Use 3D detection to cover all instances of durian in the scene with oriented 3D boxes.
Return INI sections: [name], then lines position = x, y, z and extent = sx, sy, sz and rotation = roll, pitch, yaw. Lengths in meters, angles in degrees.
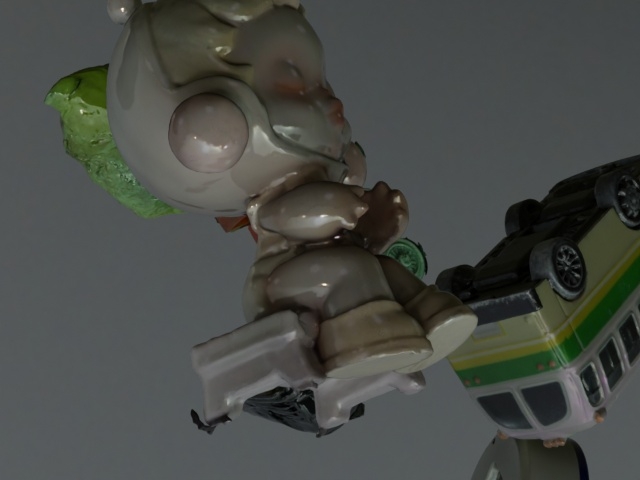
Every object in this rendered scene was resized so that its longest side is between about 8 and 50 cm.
[durian]
position = -0.207, -0.117, 1.664
extent = 0.101, 0.250, 0.139
rotation = 19, -117, 35

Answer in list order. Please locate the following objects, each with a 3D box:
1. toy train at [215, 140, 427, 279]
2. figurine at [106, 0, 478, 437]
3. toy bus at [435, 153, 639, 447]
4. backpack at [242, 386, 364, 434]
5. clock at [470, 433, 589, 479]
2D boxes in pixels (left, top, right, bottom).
[toy train]
position = 0.000, 0.000, 1.122
extent = 0.118, 0.074, 0.176
rotation = -25, -97, -34
[figurine]
position = -0.030, -0.032, 0.768
extent = 0.182, 0.144, 0.257
rotation = -5, -114, -42
[toy bus]
position = 0.249, 0.051, 1.428
extent = 0.143, 0.179, 0.305
rotation = -19, -165, 43
[backpack]
position = 0.002, 0.130, 1.861
extent = 0.206, 0.133, 0.258
rotation = 7, -128, 46
[clock]
position = 0.215, 0.319, 1.623
extent = 0.083, 0.230, 0.230
rotation = 17, -158, -7
